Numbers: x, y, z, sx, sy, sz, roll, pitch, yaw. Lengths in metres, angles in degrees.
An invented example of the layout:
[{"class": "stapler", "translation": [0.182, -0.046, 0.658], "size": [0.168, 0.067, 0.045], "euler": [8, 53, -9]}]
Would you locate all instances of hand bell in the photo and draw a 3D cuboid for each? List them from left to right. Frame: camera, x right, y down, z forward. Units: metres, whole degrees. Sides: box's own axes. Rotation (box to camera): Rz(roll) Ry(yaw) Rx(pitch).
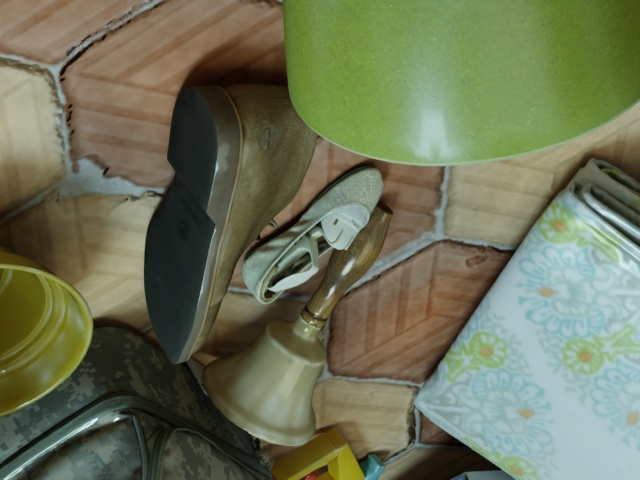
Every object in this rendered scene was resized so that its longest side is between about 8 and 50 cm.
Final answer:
[{"class": "hand bell", "translation": [-0.001, 0.065, 1.497], "size": [0.126, 0.126, 0.242], "euler": [13, 119, -39]}]

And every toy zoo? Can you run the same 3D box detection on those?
[{"class": "toy zoo", "translation": [-0.054, 0.319, 1.776], "size": [0.293, 0.030, 0.192], "euler": [-30, 145, -17]}]

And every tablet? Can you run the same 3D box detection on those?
[{"class": "tablet", "translation": [-0.102, 0.146, 1.563], "size": [0.006, 0.054, 0.083], "euler": [-41, 141, 8]}]

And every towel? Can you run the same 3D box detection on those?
[{"class": "towel", "translation": [0.304, 0.136, 1.584], "size": [0.090, 0.320, 0.374], "euler": [-42, 166, -50]}]

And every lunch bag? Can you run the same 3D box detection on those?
[{"class": "lunch bag", "translation": [-0.167, 0.265, 1.508], "size": [0.212, 0.256, 0.305], "euler": [-31, 143, 12]}]

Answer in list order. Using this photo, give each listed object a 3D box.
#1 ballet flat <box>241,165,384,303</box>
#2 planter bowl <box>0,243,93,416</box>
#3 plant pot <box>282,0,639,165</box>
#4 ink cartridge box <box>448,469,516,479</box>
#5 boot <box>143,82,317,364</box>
[{"class": "ballet flat", "translation": [0.000, 0.000, 1.436], "size": [0.168, 0.052, 0.057], "euler": [-39, 141, 20]}, {"class": "planter bowl", "translation": [-0.306, 0.059, 1.317], "size": [0.217, 0.090, 0.217], "euler": [-14, 142, -11]}, {"class": "plant pot", "translation": [0.084, -0.246, 1.030], "size": [0.274, 0.275, 0.293], "euler": [-18, 128, -6]}, {"class": "ink cartridge box", "translation": [0.170, 0.399, 1.885], "size": [0.270, 0.151, 0.395], "euler": [3, 155, -35]}, {"class": "boot", "translation": [-0.078, -0.008, 1.350], "size": [0.115, 0.112, 0.305], "euler": [-13, 142, -31]}]
